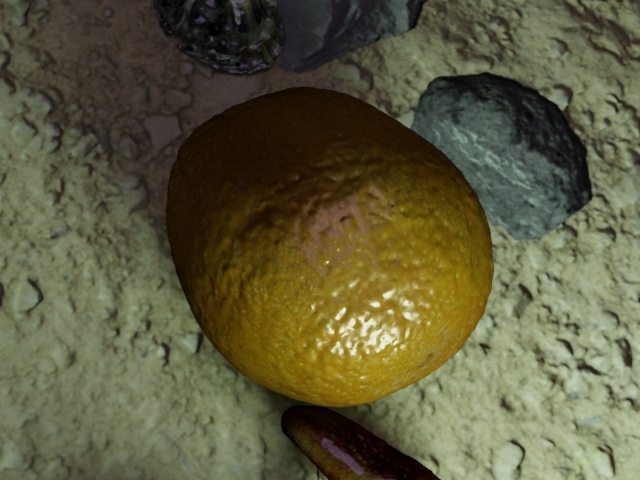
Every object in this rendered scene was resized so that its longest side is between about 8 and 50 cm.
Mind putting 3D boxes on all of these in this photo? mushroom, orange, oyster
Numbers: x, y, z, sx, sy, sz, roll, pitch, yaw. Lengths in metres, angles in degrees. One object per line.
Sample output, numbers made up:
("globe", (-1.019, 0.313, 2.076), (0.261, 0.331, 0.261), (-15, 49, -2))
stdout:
("mushroom", (0.019, 0.305, 1.711), (0.227, 0.148, 0.217), (30, 83, 19))
("orange", (0.000, 0.000, 1.727), (0.322, 0.322, 0.357), (-35, 61, -20))
("oyster", (-0.127, -0.327, 2.017), (0.199, 0.087, 0.252), (12, 76, 0))
